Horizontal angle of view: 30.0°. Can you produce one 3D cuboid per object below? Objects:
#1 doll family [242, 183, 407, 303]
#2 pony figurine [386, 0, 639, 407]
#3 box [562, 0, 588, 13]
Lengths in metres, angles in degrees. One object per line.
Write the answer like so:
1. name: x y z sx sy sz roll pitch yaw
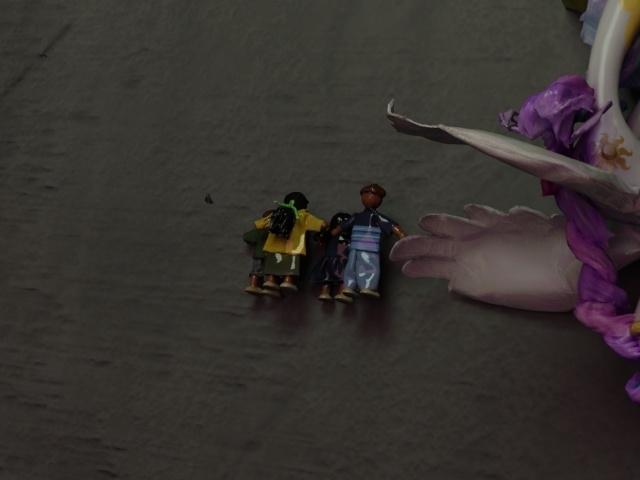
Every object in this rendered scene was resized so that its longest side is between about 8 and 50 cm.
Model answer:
1. doll family: 0.000 0.000 1.194 0.193 0.076 0.111 5 74 20
2. pony figurine: 0.251 -0.049 1.008 0.351 0.303 0.363 22 71 19
3. box: 0.299 -0.331 1.137 0.058 0.087 0.232 26 87 25
